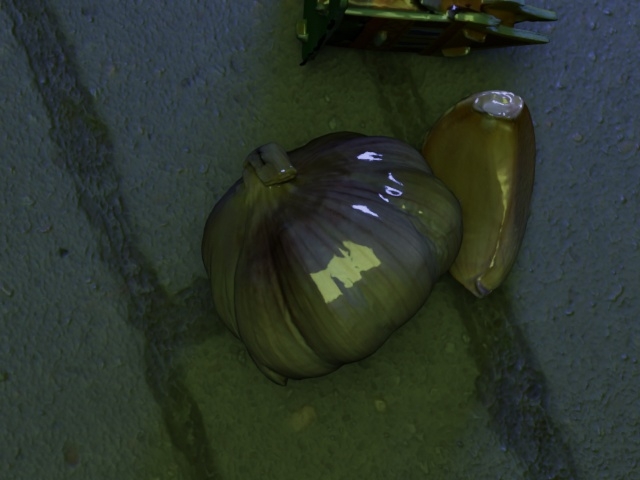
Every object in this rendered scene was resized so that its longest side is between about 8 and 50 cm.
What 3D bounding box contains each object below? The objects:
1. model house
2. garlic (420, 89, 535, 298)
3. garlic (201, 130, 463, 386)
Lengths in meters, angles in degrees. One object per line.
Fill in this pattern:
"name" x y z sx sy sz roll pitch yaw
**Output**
"model house" 0.143 -0.343 1.702 0.313 0.358 0.242 0 84 -8
"garlic" 0.193 -0.057 1.763 0.146 0.164 0.244 2 93 -7
"garlic" 0.011 0.009 1.716 0.322 0.241 0.321 -9 71 27
